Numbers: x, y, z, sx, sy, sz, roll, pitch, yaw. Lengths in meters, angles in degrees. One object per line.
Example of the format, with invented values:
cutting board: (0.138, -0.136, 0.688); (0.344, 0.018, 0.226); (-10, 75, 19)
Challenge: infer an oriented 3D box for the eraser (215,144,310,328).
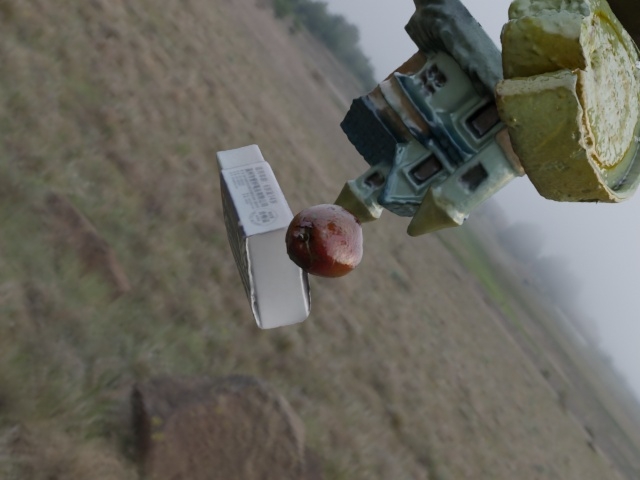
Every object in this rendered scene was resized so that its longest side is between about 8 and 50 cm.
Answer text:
eraser: (-0.068, -0.009, 1.309); (0.210, 0.068, 0.124); (-116, -164, -57)

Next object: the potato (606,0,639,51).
potato: (0.240, -0.247, 0.917); (0.307, 0.173, 0.210); (45, -6, 45)

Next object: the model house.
model house: (0.123, -0.122, 1.506); (0.267, 0.325, 0.194); (55, 14, 16)

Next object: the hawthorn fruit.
hawthorn fruit: (0.002, 0.001, 1.090); (0.077, 0.077, 0.077); (50, 7, -8)

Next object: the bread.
bread: (0.158, -0.092, 0.734); (0.156, 0.064, 0.117); (49, 50, -42)
